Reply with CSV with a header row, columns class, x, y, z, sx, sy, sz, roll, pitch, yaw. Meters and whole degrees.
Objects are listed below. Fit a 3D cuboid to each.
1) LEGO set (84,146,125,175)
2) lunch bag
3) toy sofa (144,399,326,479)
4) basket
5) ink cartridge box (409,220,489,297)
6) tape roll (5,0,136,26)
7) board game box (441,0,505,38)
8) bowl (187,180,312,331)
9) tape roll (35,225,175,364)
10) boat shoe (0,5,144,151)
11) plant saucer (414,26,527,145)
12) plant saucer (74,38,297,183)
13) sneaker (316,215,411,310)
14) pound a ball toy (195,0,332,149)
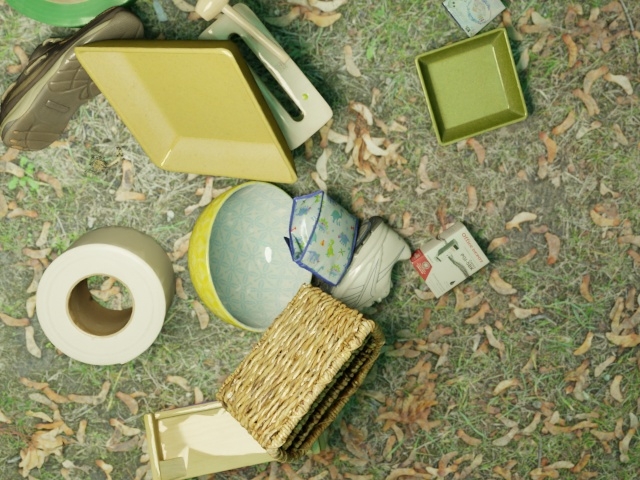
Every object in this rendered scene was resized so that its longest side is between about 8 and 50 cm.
class,x,y,z,sx,sy,sz,roll,pitch,yaw
LEGO set,-0.435,-0.158,1.606,0.083,0.023,0.054,-11,106,-14
lunch bag,0.000,0.000,1.576,0.096,0.151,0.129,-16,146,37
toy sofa,-0.178,0.408,1.702,0.363,0.177,0.150,-11,79,0
basket,-0.001,0.271,1.492,0.299,0.223,0.213,-51,128,-9
ink cartridge box,0.268,0.039,1.670,0.135,0.056,0.099,-36,102,6
tape roll,-0.468,-0.559,1.480,0.321,0.077,0.321,-1,104,-2
board game box,0.301,-0.462,1.573,0.090,0.020,0.090,-40,102,7
bowl,-0.164,0.033,1.578,0.156,0.289,0.289,-2,108,42
tape roll,-0.419,0.105,1.590,0.246,0.169,0.246,-1,102,-3
boat shoe,-0.483,-0.320,1.491,0.355,0.132,0.130,-38,66,13
plant saucer,0.297,-0.306,1.597,0.188,0.045,0.188,-18,103,1
plant saucer,-0.221,-0.247,1.442,0.333,0.081,0.333,8,149,27
sneaker,0.076,0.098,1.651,0.129,0.111,0.297,33,101,-17
pound a ball toy,-0.123,-0.316,1.488,0.136,0.208,0.319,-40,103,6
